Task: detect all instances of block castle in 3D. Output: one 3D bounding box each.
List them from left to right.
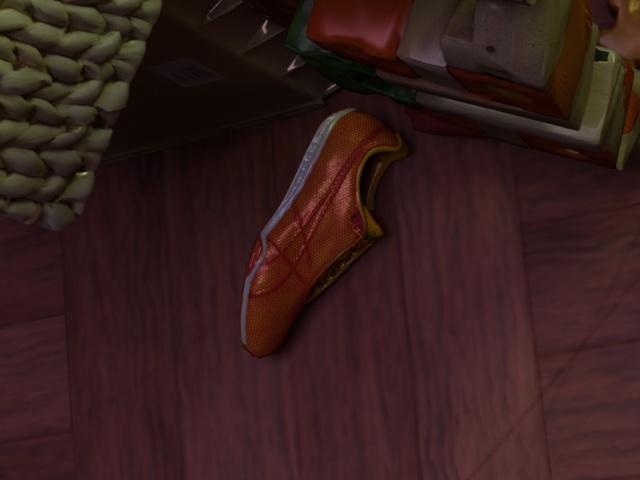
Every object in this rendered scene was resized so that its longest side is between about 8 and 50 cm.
[{"bbox_3d":[0.086,-0.221,1.062,0.213,0.453,0.303,15,86,19],"label":"block castle"}]

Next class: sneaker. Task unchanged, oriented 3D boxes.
[{"bbox_3d":[0.000,0.000,1.265,0.067,0.064,0.175,27,94,17],"label":"sneaker"}]

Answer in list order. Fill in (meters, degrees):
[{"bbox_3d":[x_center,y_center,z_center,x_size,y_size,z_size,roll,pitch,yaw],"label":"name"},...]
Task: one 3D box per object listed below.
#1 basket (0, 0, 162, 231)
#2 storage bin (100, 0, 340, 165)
[{"bbox_3d":[-0.274,-0.191,0.992,0.331,0.328,0.266,23,94,24],"label":"basket"},{"bbox_3d":[-0.141,-0.149,1.248,0.260,0.262,0.123,-14,75,21],"label":"storage bin"}]
